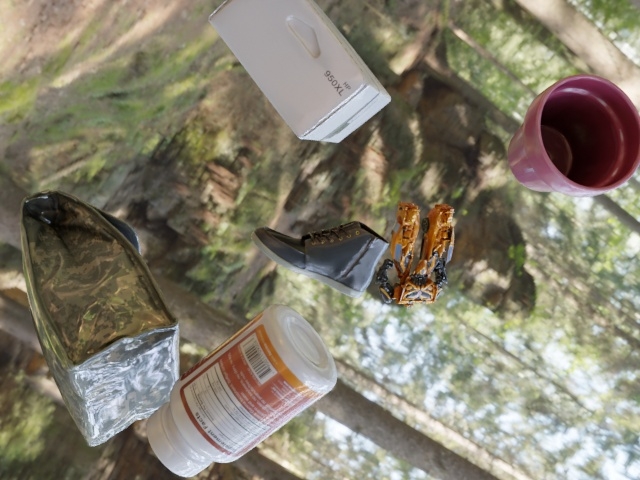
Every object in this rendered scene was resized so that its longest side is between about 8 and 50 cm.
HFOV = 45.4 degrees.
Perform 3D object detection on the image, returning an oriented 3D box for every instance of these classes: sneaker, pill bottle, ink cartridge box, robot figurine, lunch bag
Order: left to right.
[{"bbox_3d":[-0.312,0.091,1.049,0.169,0.287,0.235,-23,148,-25],"label":"lunch bag"},{"bbox_3d":[-0.096,0.181,0.901,0.216,0.121,0.121,-39,-158,14],"label":"pill bottle"},{"bbox_3d":[-0.024,-0.353,1.521,0.166,0.285,0.395,-38,178,12],"label":"ink cartridge box"},{"bbox_3d":[0.000,0.000,1.296,0.118,0.222,0.083,-61,-162,14],"label":"sneaker"},{"bbox_3d":[0.256,0.047,2.012,0.085,0.211,0.291,-137,-129,-65],"label":"robot figurine"}]

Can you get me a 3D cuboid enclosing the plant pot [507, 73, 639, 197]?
[{"bbox_3d":[0.423,-0.165,1.335,0.201,0.201,0.180,-61,-173,-13],"label":"plant pot"}]
